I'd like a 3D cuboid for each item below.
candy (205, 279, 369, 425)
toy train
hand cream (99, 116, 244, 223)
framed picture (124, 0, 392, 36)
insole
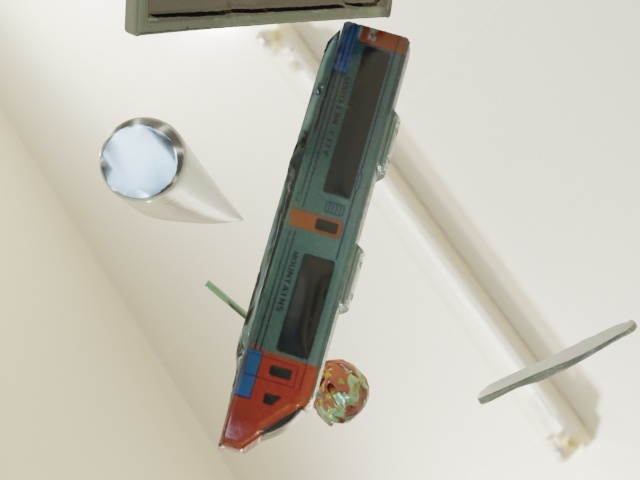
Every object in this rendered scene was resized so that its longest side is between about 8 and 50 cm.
[{"bbox_3d":[-0.050,0.152,1.318,0.287,0.078,0.084,40,-119,-13],"label":"candy"},{"bbox_3d":[0.000,0.000,0.872,0.089,0.086,0.410,15,-106,2],"label":"toy train"},{"bbox_3d":[-0.226,-0.080,1.423,0.185,0.359,0.118,5,-100,4],"label":"hand cream"},{"bbox_3d":[-0.026,-0.271,0.735,0.016,0.213,0.289,25,-151,36],"label":"framed picture"},{"bbox_3d":[0.255,0.134,1.036,0.010,0.192,0.063,59,-156,0],"label":"insole"}]
